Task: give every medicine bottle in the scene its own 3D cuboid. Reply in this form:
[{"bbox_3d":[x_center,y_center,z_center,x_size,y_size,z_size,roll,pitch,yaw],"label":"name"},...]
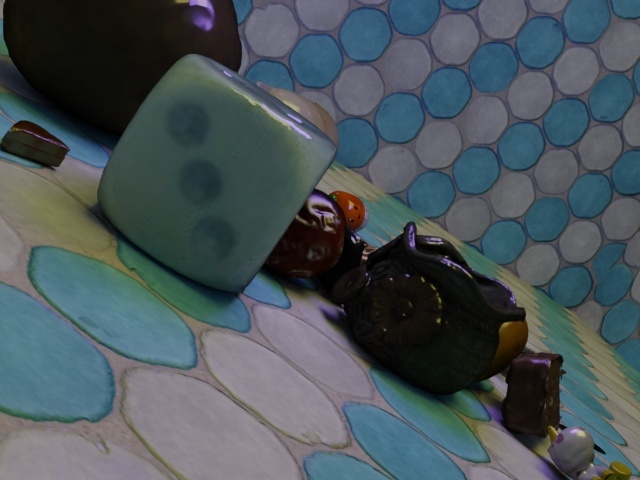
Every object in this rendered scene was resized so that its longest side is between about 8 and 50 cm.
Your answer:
[{"bbox_3d":[-0.109,-0.271,2.357,0.236,0.235,0.406,37,10,12],"label":"medicine bottle"}]

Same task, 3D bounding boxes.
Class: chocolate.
[{"bbox_3d":[0.397,0.283,1.706,0.093,0.148,0.214,0,-5,24],"label":"chocolate"}]

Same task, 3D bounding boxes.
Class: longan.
[{"bbox_3d":[-0.352,-0.391,1.724,0.404,0.404,0.436,41,9,33],"label":"longan"}]

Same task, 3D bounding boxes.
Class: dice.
[{"bbox_3d":[-0.149,-0.101,1.353,0.262,0.268,0.264,34,11,-3],"label":"dice"}]

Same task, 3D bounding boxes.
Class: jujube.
[{"bbox_3d":[-0.072,-0.025,1.602,0.236,0.168,0.168,17,11,-2],"label":"jujube"}]

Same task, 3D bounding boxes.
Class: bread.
[{"bbox_3d":[-0.422,-0.146,1.322,0.062,0.043,0.109,44,15,34],"label":"bread"}]

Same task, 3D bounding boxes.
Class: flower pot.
[{"bbox_3d":[0.181,0.114,1.577,0.302,0.213,0.302,35,10,-7],"label":"flower pot"}]

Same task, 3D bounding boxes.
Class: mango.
[{"bbox_3d":[0.319,0.204,1.778,0.120,0.151,0.221,45,42,13],"label":"mango"}]

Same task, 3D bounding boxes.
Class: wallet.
[{"bbox_3d":[0.000,0.000,1.742,0.044,0.149,0.250,-3,33,-30],"label":"wallet"}]

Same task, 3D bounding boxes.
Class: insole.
[{"bbox_3d":[0.556,0.422,1.958,0.153,0.002,0.053,30,11,-26],"label":"insole"}]

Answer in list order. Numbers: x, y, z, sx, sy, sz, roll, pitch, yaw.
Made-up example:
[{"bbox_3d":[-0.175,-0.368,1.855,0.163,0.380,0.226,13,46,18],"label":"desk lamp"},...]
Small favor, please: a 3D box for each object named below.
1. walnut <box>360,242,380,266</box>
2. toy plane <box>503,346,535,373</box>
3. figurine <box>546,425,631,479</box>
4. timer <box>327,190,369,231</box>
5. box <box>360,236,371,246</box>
[{"bbox_3d":[0.080,0.041,1.957,0.170,0.069,0.143,15,18,-31],"label":"walnut"},{"bbox_3d":[0.361,0.220,2.027,0.262,0.088,0.192,27,-15,-25],"label":"toy plane"},{"bbox_3d":[0.437,0.380,1.546,0.178,0.109,0.129,51,-10,36],"label":"figurine"},{"bbox_3d":[0.058,-0.083,2.409,0.136,0.099,0.136,31,-2,1],"label":"timer"},{"bbox_3d":[0.115,0.012,2.403,0.083,0.012,0.046,42,13,36],"label":"box"}]
